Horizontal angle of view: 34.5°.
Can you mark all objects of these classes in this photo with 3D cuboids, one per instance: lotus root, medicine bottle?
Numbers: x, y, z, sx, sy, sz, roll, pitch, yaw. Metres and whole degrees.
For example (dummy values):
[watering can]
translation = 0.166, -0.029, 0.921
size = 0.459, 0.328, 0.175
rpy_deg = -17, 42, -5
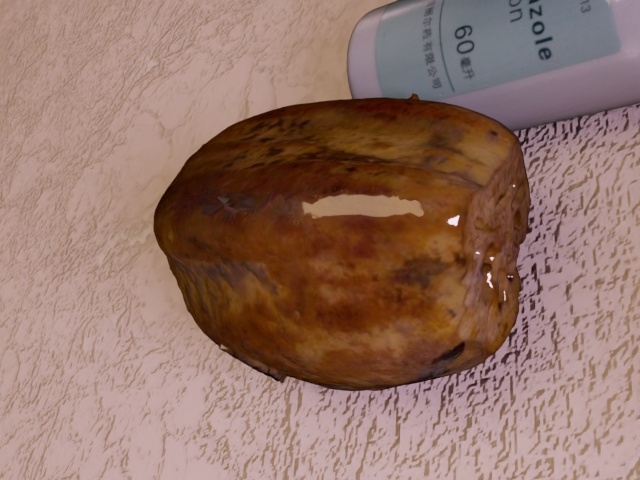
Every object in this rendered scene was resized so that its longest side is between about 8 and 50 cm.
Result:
[lotus root]
translation = 0.005, 0.006, 0.684
size = 0.291, 0.193, 0.193
rpy_deg = 3, 67, 41
[medicine bottle]
translation = 0.182, -0.138, 0.642
size = 0.352, 0.110, 0.110
rpy_deg = -10, 58, 39
